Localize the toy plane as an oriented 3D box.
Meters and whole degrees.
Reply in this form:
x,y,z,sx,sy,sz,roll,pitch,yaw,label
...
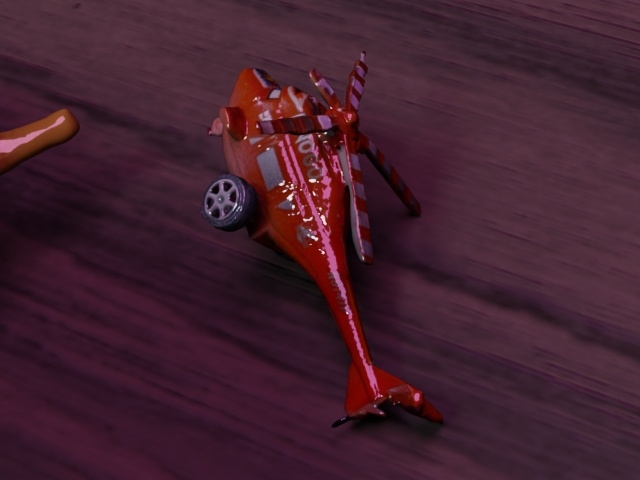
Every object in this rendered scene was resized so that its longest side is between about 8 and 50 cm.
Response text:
x,y,z,sx,sy,sz,roll,pitch,yaw,label
0.004,0.001,0.826,0.077,0.126,0.194,-32,78,24,toy plane

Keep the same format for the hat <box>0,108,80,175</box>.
x,y,z,sx,sy,sz,roll,pitch,yaw,label
-0.225,-0.046,0.837,0.233,0.244,0.233,-9,51,-16,hat
